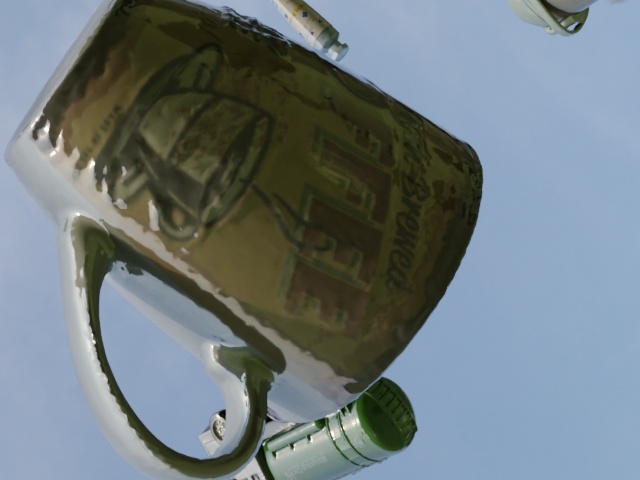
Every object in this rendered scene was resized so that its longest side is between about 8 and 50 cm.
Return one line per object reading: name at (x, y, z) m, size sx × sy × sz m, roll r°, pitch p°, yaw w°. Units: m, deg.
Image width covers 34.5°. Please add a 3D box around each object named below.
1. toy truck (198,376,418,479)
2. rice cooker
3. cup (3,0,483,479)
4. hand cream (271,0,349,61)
toy truck at (-0.012, 0.195, 1.076) m, size 0.101 × 0.242 × 0.125 m, roll -24°, pitch -96°, yaw -50°
rice cooker at (0.289, -0.365, 1.319) m, size 0.206 × 0.127 × 0.145 m, roll 47°, pitch -134°, yaw -13°
cup at (-0.077, -0.005, 0.657) m, size 0.257 × 0.227 × 0.301 m, roll 32°, pitch -119°, yaw -17°
hand cream at (-0.027, -0.328, 1.509) m, size 0.043 × 0.065 × 0.171 m, roll -45°, pitch -100°, yaw 7°
